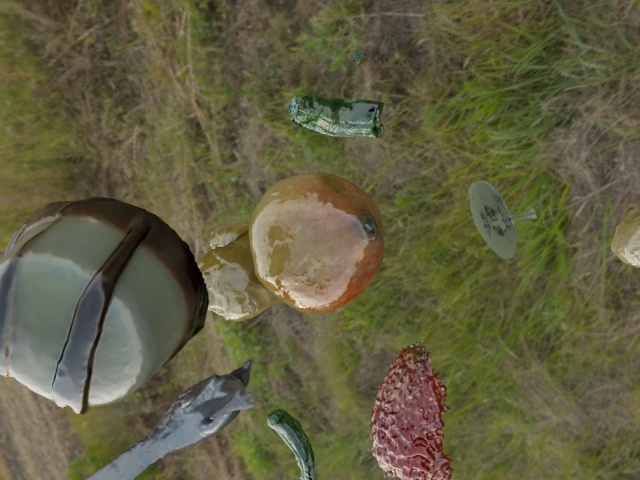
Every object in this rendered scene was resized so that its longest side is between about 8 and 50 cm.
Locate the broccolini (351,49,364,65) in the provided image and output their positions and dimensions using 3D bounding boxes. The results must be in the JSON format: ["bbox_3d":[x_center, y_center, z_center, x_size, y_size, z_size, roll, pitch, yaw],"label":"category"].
[{"bbox_3d":[0.106,-0.509,1.957,0.030,0.140,0.035,26,94,2],"label":"broccolini"}]

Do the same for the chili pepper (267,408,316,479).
[{"bbox_3d":[-0.025,0.264,0.867,0.118,0.035,0.055,61,160,-1],"label":"chili pepper"}]

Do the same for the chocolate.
[{"bbox_3d":[-0.301,0.096,0.874,0.284,0.186,0.283,8,127,11],"label":"chocolate"}]

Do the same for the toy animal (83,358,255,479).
[{"bbox_3d":[-0.182,0.261,1.021,0.081,0.367,0.206,53,135,1],"label":"toy animal"}]

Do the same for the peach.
[{"bbox_3d":[0.000,0.000,1.050,0.232,0.232,0.232,27,135,32],"label":"peach"}]

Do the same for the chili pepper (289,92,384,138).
[{"bbox_3d":[0.041,-0.271,1.500,0.061,0.224,0.098,-109,29,-47],"label":"chili pepper"}]

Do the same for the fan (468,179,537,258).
[{"bbox_3d":[0.526,-0.061,1.949,0.012,0.415,0.233,-23,78,38],"label":"fan"}]

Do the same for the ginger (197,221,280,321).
[{"bbox_3d":[-0.090,0.035,1.369,0.236,0.375,0.166,-4,101,41],"label":"ginger"}]

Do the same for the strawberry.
[{"bbox_3d":[0.154,0.344,1.365,0.233,0.138,0.306,-142,40,-66],"label":"strawberry"}]

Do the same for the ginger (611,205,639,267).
[{"bbox_3d":[0.662,-0.017,1.285,0.267,0.152,0.138,-13,123,49],"label":"ginger"}]
